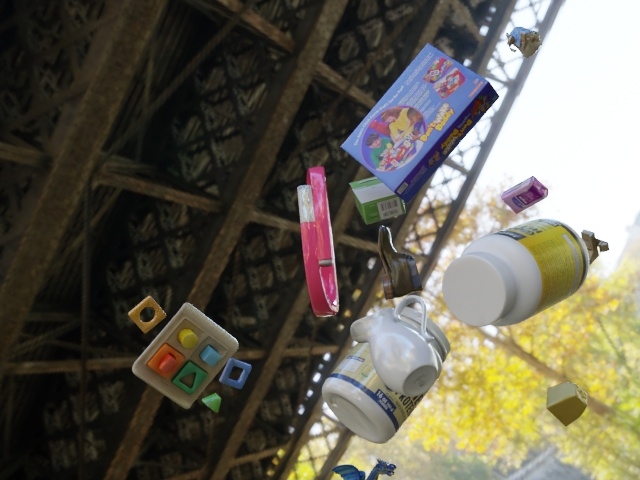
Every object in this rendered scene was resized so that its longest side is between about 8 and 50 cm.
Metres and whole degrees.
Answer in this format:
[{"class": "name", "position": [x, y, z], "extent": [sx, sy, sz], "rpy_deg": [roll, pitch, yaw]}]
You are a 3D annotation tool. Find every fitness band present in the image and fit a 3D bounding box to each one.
[{"class": "fitness band", "position": [0.000, 0.000, 1.521], "extent": [0.209, 0.054, 0.291], "rpy_deg": [71, -166, -71]}]

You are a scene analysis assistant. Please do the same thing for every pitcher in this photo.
[{"class": "pitcher", "position": [0.181, 0.217, 1.688], "extent": [0.178, 0.207, 0.125], "rpy_deg": [-39, -50, 0]}]

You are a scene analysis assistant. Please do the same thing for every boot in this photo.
[{"class": "boot", "position": [0.217, 0.056, 2.182], "extent": [0.082, 0.106, 0.219], "rpy_deg": [66, -163, -66]}]

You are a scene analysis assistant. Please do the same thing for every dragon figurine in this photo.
[{"class": "dragon figurine", "position": [0.080, 0.679, 2.226], "extent": [0.085, 0.289, 0.144], "rpy_deg": [42, -133, -52]}]

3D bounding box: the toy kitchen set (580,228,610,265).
[{"class": "toy kitchen set", "position": [0.693, 0.030, 2.045], "extent": [0.075, 0.068, 0.083], "rpy_deg": [-41, -52, -21]}]

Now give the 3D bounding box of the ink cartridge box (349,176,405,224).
[{"class": "ink cartridge box", "position": [0.150, -0.114, 2.138], "extent": [0.109, 0.209, 0.062], "rpy_deg": [-16, -70, -2]}]

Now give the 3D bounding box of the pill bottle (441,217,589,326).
[{"class": "pill bottle", "position": [0.398, 0.068, 1.627], "extent": [0.334, 0.188, 0.188], "rpy_deg": [-15, -51, -47]}]

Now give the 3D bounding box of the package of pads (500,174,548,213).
[{"class": "package of pads", "position": [0.401, -0.089, 1.561], "extent": [0.083, 0.050, 0.032], "rpy_deg": [-34, 22, 50]}]

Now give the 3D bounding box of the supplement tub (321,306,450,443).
[{"class": "supplement tub", "position": [0.179, 0.350, 2.101], "extent": [0.316, 0.228, 0.228], "rpy_deg": [-47, -29, -26]}]

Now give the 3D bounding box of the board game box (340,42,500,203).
[{"class": "board game box", "position": [0.245, -0.297, 1.997], "extent": [0.347, 0.233, 0.078], "rpy_deg": [-49, -39, 6]}]

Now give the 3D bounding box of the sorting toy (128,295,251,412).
[{"class": "sorting toy", "position": [-0.298, 0.265, 1.794], "extent": [0.347, 0.047, 0.196], "rpy_deg": [43, -100, -31]}]

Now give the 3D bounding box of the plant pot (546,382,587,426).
[{"class": "plant pot", "position": [0.659, 0.426, 2.105], "extent": [0.083, 0.081, 0.081], "rpy_deg": [-40, 13, 34]}]

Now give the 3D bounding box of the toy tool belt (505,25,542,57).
[{"class": "toy tool belt", "position": [0.360, -0.367, 1.434], "extent": [0.052, 0.083, 0.051], "rpy_deg": [-47, -60, 7]}]
